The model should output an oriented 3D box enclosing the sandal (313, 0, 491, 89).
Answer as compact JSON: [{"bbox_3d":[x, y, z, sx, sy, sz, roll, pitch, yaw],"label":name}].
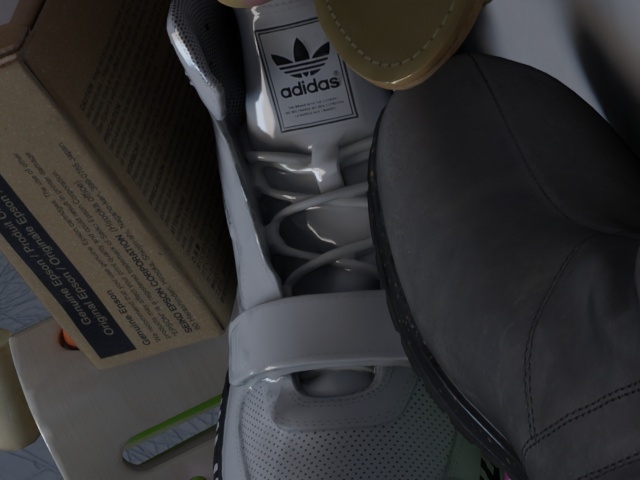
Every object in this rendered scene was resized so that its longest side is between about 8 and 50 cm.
[{"bbox_3d":[0.042,-0.128,0.732,0.079,0.088,0.240,30,-155,-36],"label":"sandal"}]

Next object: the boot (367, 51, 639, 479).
[{"bbox_3d":[0.107,0.010,0.547,0.222,0.118,0.338,91,159,-50],"label":"boot"}]

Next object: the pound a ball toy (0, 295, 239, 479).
[{"bbox_3d":[-0.066,0.043,1.099,0.208,0.319,0.135,-126,12,-63],"label":"pound a ball toy"}]

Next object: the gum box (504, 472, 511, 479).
[{"bbox_3d":[0.062,0.148,1.040,0.062,0.188,0.107,65,175,-11],"label":"gum box"}]

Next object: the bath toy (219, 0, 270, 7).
[{"bbox_3d":[-0.071,-0.211,0.745,0.348,0.129,0.151,-128,43,-51],"label":"bath toy"}]

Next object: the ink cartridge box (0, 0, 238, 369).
[{"bbox_3d":[-0.109,-0.083,0.972,0.193,0.088,0.234,56,-150,-32],"label":"ink cartridge box"}]

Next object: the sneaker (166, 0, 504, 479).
[{"bbox_3d":[0.000,0.000,0.850,0.365,0.137,0.210,-86,-16,-47],"label":"sneaker"}]
